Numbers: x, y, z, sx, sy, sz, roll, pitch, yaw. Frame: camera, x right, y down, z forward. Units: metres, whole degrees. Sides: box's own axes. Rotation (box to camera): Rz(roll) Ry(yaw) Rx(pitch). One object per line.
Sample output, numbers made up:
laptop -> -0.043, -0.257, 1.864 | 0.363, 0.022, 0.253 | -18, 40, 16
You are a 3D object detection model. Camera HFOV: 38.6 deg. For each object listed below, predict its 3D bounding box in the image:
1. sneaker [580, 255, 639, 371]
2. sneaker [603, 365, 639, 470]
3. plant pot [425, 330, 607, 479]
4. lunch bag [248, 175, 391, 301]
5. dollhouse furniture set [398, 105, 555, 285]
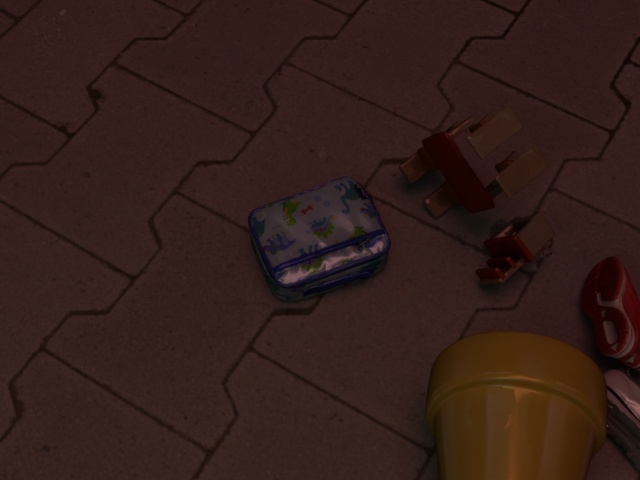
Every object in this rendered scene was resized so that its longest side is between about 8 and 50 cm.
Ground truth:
sneaker -> 0.501, 0.133, 1.489 | 0.128, 0.087, 0.221 | 36, 40, -19
sneaker -> 0.507, 0.291, 1.378 | 0.095, 0.090, 0.235 | -24, 64, -31
plant pot -> 0.263, 0.291, 1.249 | 0.254, 0.254, 0.239 | 10, 48, 5
lunch bag -> 0.000, 0.000, 1.543 | 0.219, 0.090, 0.176 | -18, 63, -10
dollhouse furniture set -> 0.257, -0.068, 1.505 | 0.135, 0.262, 0.259 | -39, 98, -19
